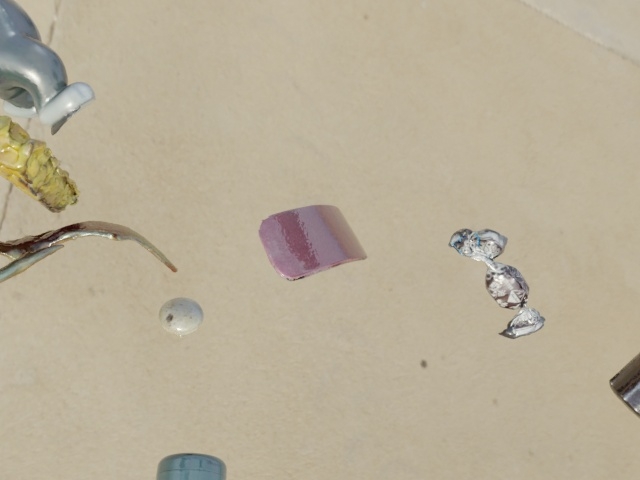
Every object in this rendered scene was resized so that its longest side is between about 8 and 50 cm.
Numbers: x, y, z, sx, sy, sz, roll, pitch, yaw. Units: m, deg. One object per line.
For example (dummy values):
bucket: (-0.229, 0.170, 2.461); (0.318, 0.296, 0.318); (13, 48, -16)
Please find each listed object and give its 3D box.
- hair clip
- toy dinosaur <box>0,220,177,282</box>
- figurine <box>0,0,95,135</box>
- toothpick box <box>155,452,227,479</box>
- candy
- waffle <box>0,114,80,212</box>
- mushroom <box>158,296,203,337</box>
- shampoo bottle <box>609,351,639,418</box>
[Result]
hair clip: (0.001, -0.001, 0.561); (0.137, 0.022, 0.054); (-11, 70, -59)
toy dinosaur: (-0.365, 0.038, 0.924); (0.327, 0.206, 0.113); (-20, 110, -43)
figurine: (-0.305, -0.175, 0.559); (0.140, 0.193, 0.265); (-30, 84, -47)
toothpick box: (-0.221, 0.461, 1.178); (0.120, 0.120, 0.184); (15, 54, -24)
candy: (0.289, 0.068, 1.132); (0.226, 0.094, 0.051); (53, 24, -19)
waffle: (-0.428, -0.128, 0.924); (0.065, 0.283, 0.309); (-56, 135, -11)
mushroom: (-0.260, 0.151, 1.309); (0.085, 0.079, 0.085); (6, 32, -4)
shampoo bottle: (0.407, 0.072, 0.691); (0.104, 0.278, 0.104); (40, 15, -12)
